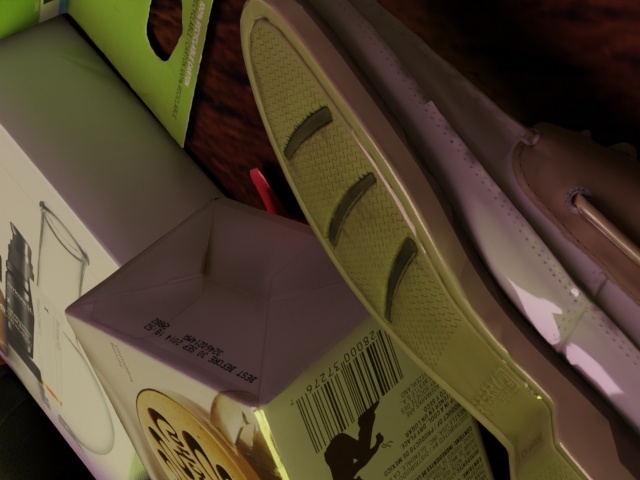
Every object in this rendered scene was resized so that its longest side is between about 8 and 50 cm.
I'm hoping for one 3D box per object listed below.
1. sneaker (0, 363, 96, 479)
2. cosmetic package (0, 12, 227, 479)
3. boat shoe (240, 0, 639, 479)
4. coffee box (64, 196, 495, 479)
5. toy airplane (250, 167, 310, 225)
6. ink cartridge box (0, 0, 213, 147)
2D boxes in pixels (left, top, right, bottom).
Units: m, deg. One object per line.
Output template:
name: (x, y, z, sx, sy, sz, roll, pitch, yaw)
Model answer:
sneaker: (-0.182, 0.225, 1.059, 0.139, 0.125, 0.341, 14, 148, 37)
cosmetic package: (-0.206, -0.027, 0.907, 0.377, 0.097, 0.284, 47, 146, 19)
boat shoe: (0.086, 0.011, 0.501, 0.302, 0.103, 0.113, 54, 162, 6)
coffee box: (0.002, 0.141, 0.697, 0.168, 0.119, 0.297, 19, 138, 46)
toy airplane: (0.000, 0.000, 0.690, 0.151, 0.028, 0.151, 38, 150, 26)
ink cartridge box: (-0.177, -0.177, 0.725, 0.255, 0.097, 0.189, 49, 148, 18)
